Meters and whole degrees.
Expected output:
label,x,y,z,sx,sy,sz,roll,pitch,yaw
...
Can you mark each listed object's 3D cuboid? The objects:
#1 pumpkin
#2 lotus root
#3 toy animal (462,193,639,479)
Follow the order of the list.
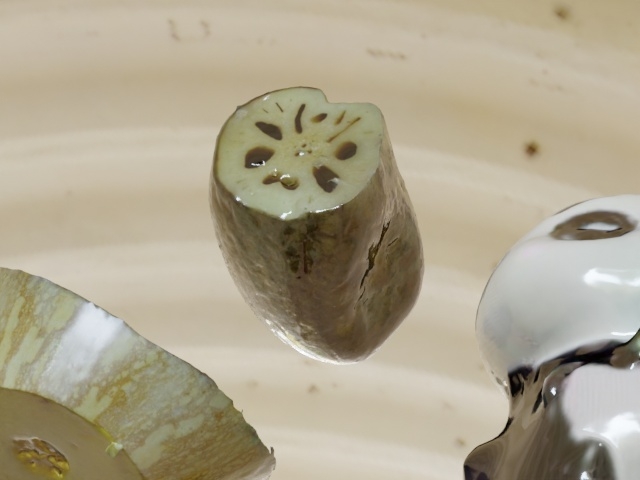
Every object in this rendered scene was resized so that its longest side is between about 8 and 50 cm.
label,x,y,z,sx,sy,sz,roll,pitch,yaw
pumpkin,-0.143,0.116,1.022,0.110,0.217,0.217,-50,-20,-28
lotus root,0.000,0.000,2.010,0.250,0.250,0.346,-44,-38,-20
toy animal,0.192,0.091,0.977,0.212,0.213,0.266,91,-174,-58
